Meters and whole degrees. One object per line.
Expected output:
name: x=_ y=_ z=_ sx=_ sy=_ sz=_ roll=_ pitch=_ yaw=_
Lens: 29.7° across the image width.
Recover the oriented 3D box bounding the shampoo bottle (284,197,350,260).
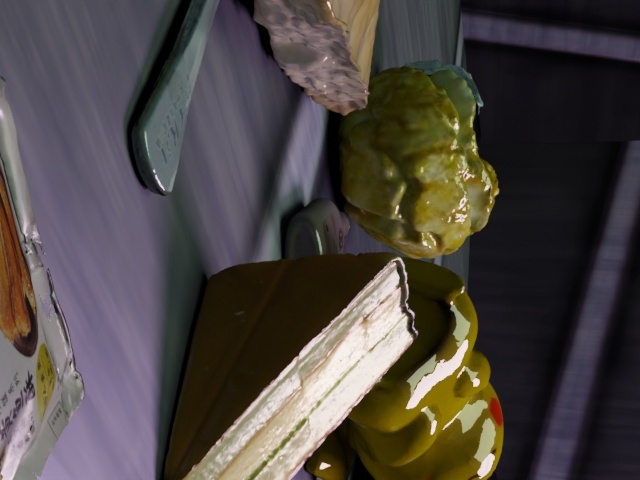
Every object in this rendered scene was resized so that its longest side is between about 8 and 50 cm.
shampoo bottle: x=0.000 y=0.000 z=1.168 sx=0.165 sy=0.040 sz=0.080 roll=-43 pitch=130 yaw=-74

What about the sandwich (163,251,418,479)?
sandwich: x=-0.014 y=0.113 z=0.830 sx=0.117 sy=0.144 sz=0.187 roll=73 pitch=20 yaw=-49

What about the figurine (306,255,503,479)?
figurine: x=0.078 y=0.163 z=1.167 sx=0.218 sy=0.169 sz=0.327 roll=-40 pitch=131 yaw=-17

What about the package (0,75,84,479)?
package: x=-0.140 y=0.042 z=0.483 sx=0.173 sy=0.027 sz=0.171 roll=-78 pitch=164 yaw=-60

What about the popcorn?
popcorn: x=0.107 y=-0.089 z=1.381 sx=0.204 sy=0.183 sz=0.221 roll=-99 pitch=172 yaw=-77

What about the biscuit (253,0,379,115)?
biscuit: x=0.008 y=-0.338 z=1.009 sx=0.429 sy=0.104 sz=0.446 roll=-21 pitch=116 yaw=-81

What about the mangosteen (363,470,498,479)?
mangosteen: x=0.126 y=0.353 z=1.485 sx=0.230 sy=0.194 sz=0.194 roll=-60 pitch=161 yaw=-12

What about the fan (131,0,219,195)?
fan: x=-0.083 y=-0.140 z=0.809 sx=0.057 sy=0.023 sz=0.282 roll=72 pitch=21 yaw=-43

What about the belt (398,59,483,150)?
belt: x=0.146 y=-0.168 z=1.640 sx=0.198 sy=0.151 sz=0.078 roll=-82 pitch=165 yaw=-47
